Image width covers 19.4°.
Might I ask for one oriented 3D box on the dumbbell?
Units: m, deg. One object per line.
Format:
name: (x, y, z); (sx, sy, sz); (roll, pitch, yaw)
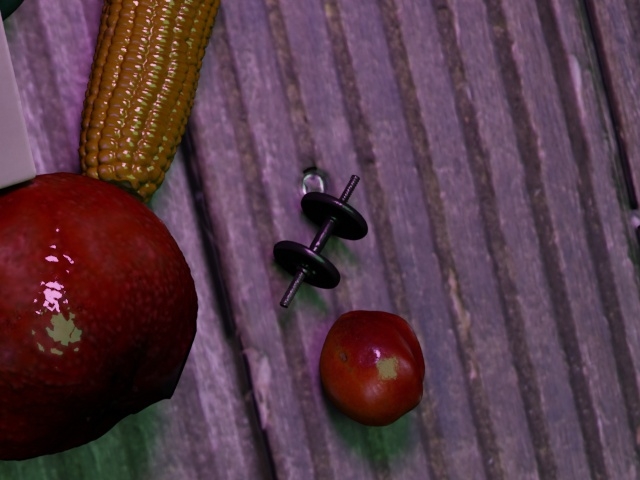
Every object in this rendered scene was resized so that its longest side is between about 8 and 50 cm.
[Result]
dumbbell: (0.000, 0.000, 1.716); (0.069, 0.069, 0.147); (39, 67, -23)

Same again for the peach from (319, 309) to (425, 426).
peach: (0.046, 0.115, 1.720); (0.100, 0.100, 0.101); (4, 83, -31)

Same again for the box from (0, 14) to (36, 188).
box: (-0.353, -0.085, 1.388); (0.259, 0.071, 0.168); (-18, 126, -17)

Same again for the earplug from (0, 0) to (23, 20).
earplug: (-0.304, -0.287, 1.503); (0.163, 0.280, 0.257); (5, 119, -5)

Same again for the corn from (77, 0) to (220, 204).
corn: (-0.142, -0.181, 1.629); (0.106, 0.106, 0.305); (16, 80, -30)

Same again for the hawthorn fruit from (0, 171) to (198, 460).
hawthorn fruit: (-0.223, 0.032, 1.501); (0.230, 0.210, 0.266); (-23, 85, -28)
